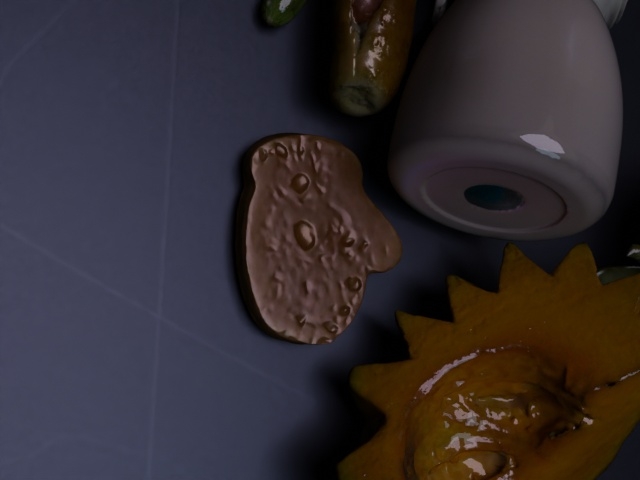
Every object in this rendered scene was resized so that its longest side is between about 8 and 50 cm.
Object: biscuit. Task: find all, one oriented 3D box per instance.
[{"bbox_3d":[-0.001,0.000,0.646,0.118,0.023,0.140,10,80,-24],"label":"biscuit"}]

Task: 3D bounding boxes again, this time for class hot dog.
[{"bbox_3d":[0.045,-0.224,0.663,0.061,0.088,0.286,7,87,3],"label":"hot dog"}]

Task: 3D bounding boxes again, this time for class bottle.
[{"bbox_3d":[0.139,-0.131,0.665,0.147,0.147,0.237,23,68,-21],"label":"bottle"}]

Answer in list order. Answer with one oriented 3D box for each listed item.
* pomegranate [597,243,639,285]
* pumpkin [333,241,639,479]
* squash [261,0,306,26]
[{"bbox_3d":[0.291,0.014,0.719,0.220,0.156,0.156,-5,87,-16],"label":"pomegranate"},{"bbox_3d":[0.120,0.110,0.664,0.254,0.130,0.149,-27,137,-7],"label":"pumpkin"},{"bbox_3d":[-0.014,-0.179,0.655,0.027,0.027,0.083,32,73,-19],"label":"squash"}]
